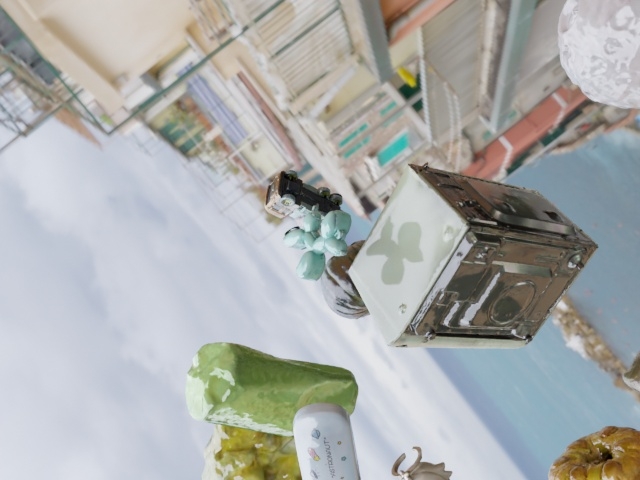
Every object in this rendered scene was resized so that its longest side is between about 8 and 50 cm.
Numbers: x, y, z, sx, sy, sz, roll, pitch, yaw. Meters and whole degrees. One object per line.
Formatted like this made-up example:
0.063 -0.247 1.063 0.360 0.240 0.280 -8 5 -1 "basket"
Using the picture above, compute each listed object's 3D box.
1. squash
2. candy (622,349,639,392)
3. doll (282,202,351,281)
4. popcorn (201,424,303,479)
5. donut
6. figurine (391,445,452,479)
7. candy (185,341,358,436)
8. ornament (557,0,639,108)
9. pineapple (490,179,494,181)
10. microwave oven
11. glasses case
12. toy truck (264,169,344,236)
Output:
0.099 0.097 1.886 0.172 0.218 0.218 64 -176 14 "squash"
0.615 0.253 1.234 0.234 0.104 0.102 35 179 11 "candy"
0.000 0.000 1.500 0.059 0.158 0.159 15 -150 -36 "doll"
-0.166 0.512 1.764 0.292 0.334 0.293 4 147 42 "popcorn"
0.595 0.478 1.587 0.113 0.227 0.226 58 -179 -3 "donut"
0.188 0.428 1.320 0.153 0.132 0.132 50 -179 -11 "figurine"
-0.080 0.269 1.352 0.344 0.132 0.142 20 -120 -44 "candy"
0.674 -0.451 1.643 0.337 0.337 0.337 52 -179 -1 "ornament"
0.395 -0.018 1.966 0.119 0.277 0.130 40 -166 17 "pineapple"
0.314 0.055 1.565 0.395 0.333 0.247 6 -145 -35 "microwave oven"
0.011 0.269 0.915 0.045 0.067 0.178 -87 -11 -61 "glasses case"
-0.042 -0.087 2.168 0.257 0.140 0.108 25 -129 -27 "toy truck"
